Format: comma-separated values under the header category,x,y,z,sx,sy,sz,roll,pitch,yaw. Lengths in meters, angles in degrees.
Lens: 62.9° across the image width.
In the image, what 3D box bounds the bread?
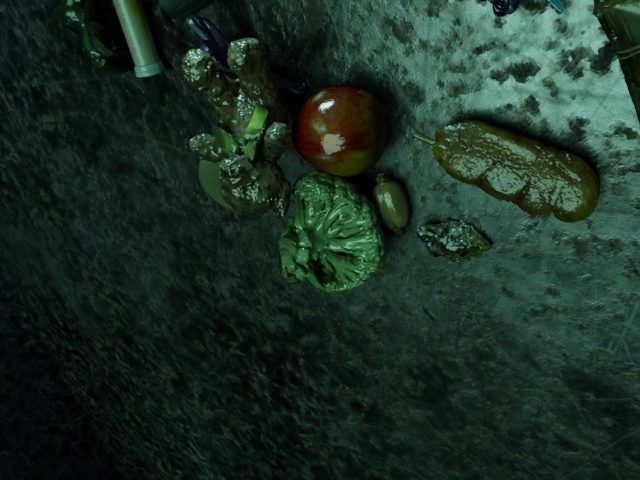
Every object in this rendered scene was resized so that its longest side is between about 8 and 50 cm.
category,x,y,z,sx,sy,sz,roll,pitch,yaw
bread,0.329,-0.137,0.949,0.344,0.084,0.124,26,108,20

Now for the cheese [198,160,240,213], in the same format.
category,x,y,z,sx,sy,sz,roll,pitch,yaw
cheese,-0.222,-0.173,1.314,0.175,0.091,0.202,41,134,5

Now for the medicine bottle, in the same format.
category,x,y,z,sx,sy,sz,roll,pitch,yaw
medicine bottle,-0.444,-0.511,1.258,0.074,0.074,0.218,8,124,32

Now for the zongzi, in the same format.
category,x,y,z,sx,sy,sz,roll,pitch,yaw
zongzi,0.530,-0.294,0.706,0.247,0.111,0.241,-19,124,35

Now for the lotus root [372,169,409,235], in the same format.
category,x,y,z,sx,sy,sz,roll,pitch,yaw
lotus root,0.150,-0.082,1.126,0.073,0.062,0.150,-9,113,31

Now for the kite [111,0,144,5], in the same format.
category,x,y,z,sx,sy,sz,roll,pitch,yaw
kite,-0.450,-0.630,1.234,0.183,0.014,0.241,49,135,0

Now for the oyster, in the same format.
category,x,y,z,sx,sy,sz,roll,pitch,yaw
oyster,0.281,0.007,1.099,0.148,0.051,0.103,-9,120,28

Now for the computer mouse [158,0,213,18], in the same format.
category,x,y,z,sx,sy,sz,roll,pitch,yaw
computer mouse,-0.191,-0.560,0.979,0.122,0.188,0.371,38,133,-1

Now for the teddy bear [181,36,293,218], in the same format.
category,x,y,z,sx,sy,sz,roll,pitch,yaw
teddy bear,-0.165,-0.205,1.024,0.246,0.223,0.296,-3,144,25

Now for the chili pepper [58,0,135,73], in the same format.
category,x,y,z,sx,sy,sz,roll,pitch,yaw
chili pepper,-0.578,-0.534,1.305,0.116,0.148,0.265,-23,96,22

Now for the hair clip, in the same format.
category,x,y,z,sx,sy,sz,roll,pitch,yaw
hair clip,-0.167,-0.361,1.102,0.278,0.137,0.090,32,119,-11

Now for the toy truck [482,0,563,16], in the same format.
category,x,y,z,sx,sy,sz,roll,pitch,yaw
toy truck,0.308,-0.382,0.824,0.136,0.063,0.074,44,114,0

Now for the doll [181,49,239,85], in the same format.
category,x,y,z,sx,sy,sz,roll,pitch,yaw
doll,-0.250,-0.389,1.200,0.179,0.102,0.089,20,167,23

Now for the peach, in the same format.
category,x,y,z,sx,sy,sz,roll,pitch,yaw
peach,0.032,-0.218,1.042,0.197,0.197,0.197,18,127,26

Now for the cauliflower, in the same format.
category,x,y,z,sx,sy,sz,roll,pitch,yaw
cauliflower,0.000,0.000,1.147,0.275,0.250,0.272,57,157,0
